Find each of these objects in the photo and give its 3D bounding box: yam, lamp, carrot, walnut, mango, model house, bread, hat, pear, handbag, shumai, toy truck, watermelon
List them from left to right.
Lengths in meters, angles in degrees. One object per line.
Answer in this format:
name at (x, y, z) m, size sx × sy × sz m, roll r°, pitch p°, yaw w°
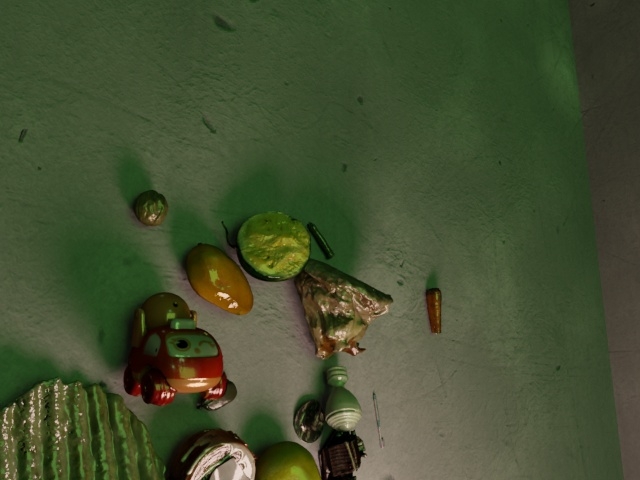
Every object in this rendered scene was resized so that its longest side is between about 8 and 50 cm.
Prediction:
walnut at (-0.423, -0.080, 1.493) m, size 0.092 × 0.092 × 0.092 m, roll 11°, pitch 72°, yaw -37°
toy truck at (-0.336, 0.242, 1.372) m, size 0.189 × 0.264 × 0.239 m, roll 7°, pitch 85°, yaw -40°
bread at (-0.262, 0.565, 1.432) m, size 0.224 × 0.142 × 0.212 m, roll 10°, pitch 87°, yaw -38°
handbag at (-0.265, 0.395, 1.522) m, size 0.111 × 0.047 × 0.072 m, roll -28°, pitch 103°, yaw -40°
mango at (-0.262, 0.110, 1.560) m, size 0.227 × 0.109 × 0.147 m, roll 52°, pitch 28°, yaw -17°
watermelon at (-0.143, 0.029, 1.660) m, size 0.232 × 0.127 × 0.204 m, roll -14°, pitch 68°, yaw -24°
pear at (-0.108, 0.620, 1.536) m, size 0.216 × 0.166 × 0.180 m, roll -19°, pitch 105°, yaw -11°
hat at (-0.019, 0.514, 1.695) m, size 0.121 × 0.050 × 0.121 m, roll 8°, pitch 77°, yaw -38°
yam at (0.000, 0.000, 1.857) m, size 0.129 × 0.027 × 0.033 m, roll 55°, pitch 50°, yaw -14°
shumai at (0.026, 0.213, 1.744) m, size 0.314 × 0.267 × 0.263 m, roll 28°, pitch 89°, yaw -10°
lamp at (0.057, 0.456, 1.719) m, size 0.106 × 0.106 × 0.193 m, roll 23°, pitch 38°, yaw -34°
model house at (0.079, 0.637, 1.673) m, size 0.141 × 0.164 × 0.203 m, roll -8°, pitch 86°, yaw -35°
carrot at (0.405, 0.248, 2.118) m, size 0.055 × 0.055 × 0.162 m, roll 3°, pitch 84°, yaw -39°

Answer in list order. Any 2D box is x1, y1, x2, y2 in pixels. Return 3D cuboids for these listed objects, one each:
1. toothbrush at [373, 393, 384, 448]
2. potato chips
toothbrush at (0.184, 0.567, 1.875) m, size 0.014 × 0.011 × 0.167 m, roll -1°, pitch 80°, yaw -45°
potato chips at (-0.524, 0.481, 1.241) m, size 0.373 × 0.097 × 0.389 m, roll -33°, pitch 94°, yaw -40°
